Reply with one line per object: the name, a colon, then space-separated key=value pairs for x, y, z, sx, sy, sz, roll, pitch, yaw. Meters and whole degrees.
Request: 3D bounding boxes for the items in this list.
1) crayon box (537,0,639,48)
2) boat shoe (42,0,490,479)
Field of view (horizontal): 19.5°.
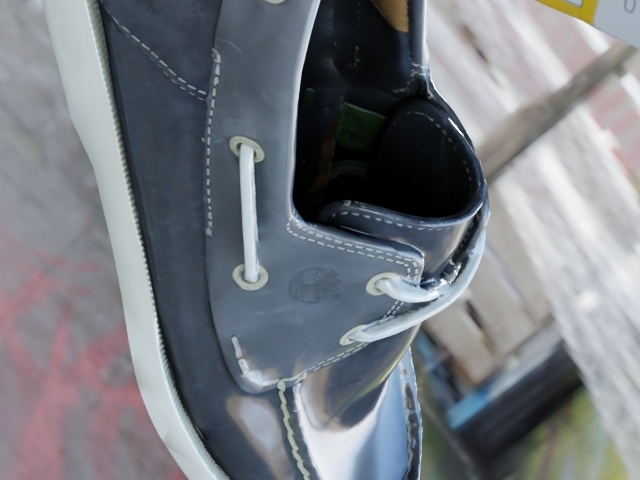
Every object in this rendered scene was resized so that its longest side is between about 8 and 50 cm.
crayon box: x=0.126 y=-0.193 z=0.423 sx=0.203 sy=0.323 sz=0.083 roll=30 pitch=42 yaw=30
boat shoe: x=0.000 y=0.000 z=0.444 sx=0.084 sy=0.079 sz=0.233 roll=-58 pitch=149 yaw=-38
